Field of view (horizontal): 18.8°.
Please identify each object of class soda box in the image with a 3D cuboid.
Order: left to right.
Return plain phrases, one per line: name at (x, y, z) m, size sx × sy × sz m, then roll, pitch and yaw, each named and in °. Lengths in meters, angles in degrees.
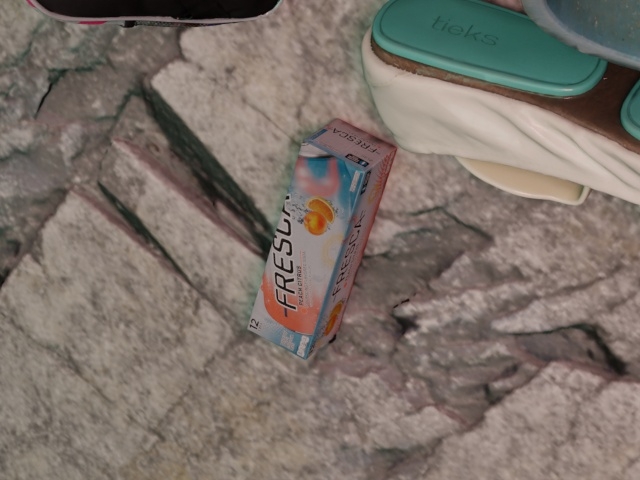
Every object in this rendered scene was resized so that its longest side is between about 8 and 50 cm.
soda box at (0.000, 0.000, 1.524) m, size 0.058 × 0.063 × 0.183 m, roll 27°, pitch 121°, yaw 17°

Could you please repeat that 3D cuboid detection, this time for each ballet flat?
ballet flat at (0.212, -0.072, 1.351) m, size 0.400 × 0.139 × 0.139 m, roll 19°, pitch 118°, yaw 27°

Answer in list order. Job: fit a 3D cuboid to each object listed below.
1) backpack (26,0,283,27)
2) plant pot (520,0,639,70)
backpack at (-0.130, -0.269, 1.374) m, size 0.191 × 0.254 × 0.225 m, roll 46°, pitch 129°, yaw 30°
plant pot at (0.288, -0.282, 1.044) m, size 0.341 × 0.341 × 0.334 m, roll -2°, pitch 77°, yaw 30°
